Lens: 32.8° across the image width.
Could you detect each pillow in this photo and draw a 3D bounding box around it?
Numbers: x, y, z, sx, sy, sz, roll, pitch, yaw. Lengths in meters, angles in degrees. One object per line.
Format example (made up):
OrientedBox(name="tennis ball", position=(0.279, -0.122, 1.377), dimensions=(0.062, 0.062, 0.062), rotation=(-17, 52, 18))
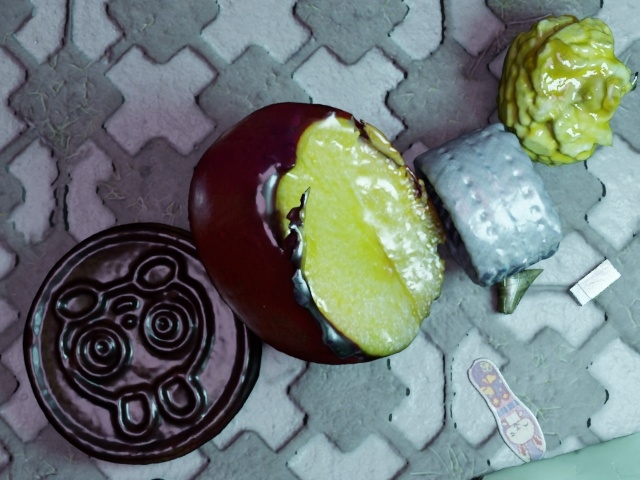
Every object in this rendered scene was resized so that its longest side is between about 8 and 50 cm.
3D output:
OrientedBox(name="pillow", position=(0.421, 0.429, 1.664), dimensions=(0.312, 0.310, 0.119), rotation=(-15, 125, -2))

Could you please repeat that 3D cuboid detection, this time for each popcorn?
OrientedBox(name="popcorn", position=(0.400, -0.240, 1.765), dimensions=(0.225, 0.249, 0.249), rotation=(15, 84, -9))

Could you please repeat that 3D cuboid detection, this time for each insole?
OrientedBox(name="insole", position=(0.312, 0.281, 1.807), dimensions=(0.065, 0.004, 0.197), rotation=(-31, 83, -1))

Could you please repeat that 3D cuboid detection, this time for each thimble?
OrientedBox(name="thimble", position=(0.268, -0.057, 1.744), dimensions=(0.157, 0.217, 0.246), rotation=(-26, 68, -1))

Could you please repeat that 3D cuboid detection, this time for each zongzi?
OrientedBox(name="zongzi", position=(0.335, 0.086, 1.820), dimensions=(0.083, 0.040, 0.076), rotation=(-1, 89, -15))

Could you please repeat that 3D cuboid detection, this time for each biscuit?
OrientedBox(name="biscuit", position=(-0.299, 0.169, 1.812), dimensions=(0.407, 0.091, 0.408), rotation=(0, 83, 2))

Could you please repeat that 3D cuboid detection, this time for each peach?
OrientedBox(name="peach", position=(0.000, 0.000, 1.697), dimensions=(0.339, 0.353, 0.416), rotation=(-29, 67, -33))

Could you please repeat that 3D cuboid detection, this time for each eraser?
OrientedBox(name="eraser", position=(0.457, 0.071, 1.819), dimensions=(0.083, 0.019, 0.038), rotation=(-37, 84, -2))

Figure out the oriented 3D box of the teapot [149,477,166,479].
OrientedBox(name="teapot", position=(-0.266, 0.479, 1.778), dimensions=(0.096, 0.087, 0.177), rotation=(-11, 81, 25))
